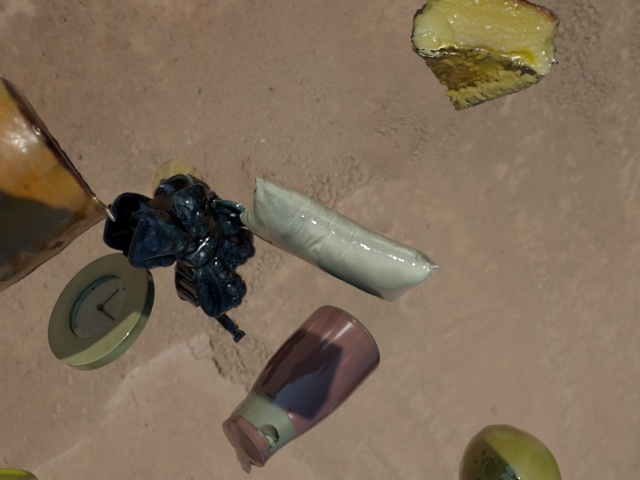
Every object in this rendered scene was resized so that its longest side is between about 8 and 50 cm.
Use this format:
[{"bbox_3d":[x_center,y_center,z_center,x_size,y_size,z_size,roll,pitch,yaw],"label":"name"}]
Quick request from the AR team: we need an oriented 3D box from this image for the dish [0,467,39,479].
[{"bbox_3d":[-0.599,0.474,1.046,0.262,0.108,0.221,7,140,-11],"label":"dish"}]

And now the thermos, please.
[{"bbox_3d":[-0.045,0.242,0.949,0.265,0.176,0.146,-39,101,-34],"label":"thermos"}]

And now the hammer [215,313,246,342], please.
[{"bbox_3d":[-0.227,0.207,1.453,0.033,0.288,0.111,-42,85,-11],"label":"hammer"}]

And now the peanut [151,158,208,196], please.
[{"bbox_3d":[-0.336,-0.092,1.462,0.153,0.325,0.140,21,112,-42],"label":"peanut"}]

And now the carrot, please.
[{"bbox_3d":[-0.412,-0.018,0.581,0.340,0.224,0.224,-34,127,-15],"label":"carrot"}]

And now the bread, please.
[{"bbox_3d":[0.209,-0.275,0.783,0.160,0.169,0.140,31,67,-31],"label":"bread"}]

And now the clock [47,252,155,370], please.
[{"bbox_3d":[-0.417,0.130,1.115,0.235,0.235,0.029,-45,140,-7],"label":"clock"}]

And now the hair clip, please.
[{"bbox_3d":[-0.232,-0.001,1.084,0.206,0.194,0.310,-57,144,-13],"label":"hair clip"}]

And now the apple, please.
[{"bbox_3d":[0.353,0.444,1.103,0.199,0.200,0.200,-15,120,-27],"label":"apple"}]

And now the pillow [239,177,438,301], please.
[{"bbox_3d":[0.015,-0.001,0.754,0.253,0.144,0.078,27,74,-2],"label":"pillow"}]
